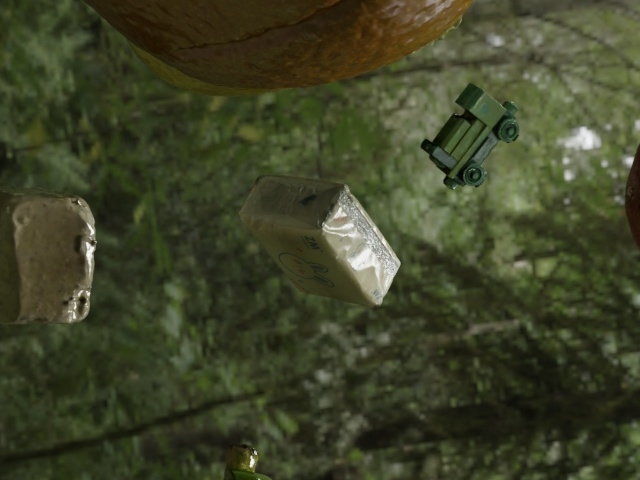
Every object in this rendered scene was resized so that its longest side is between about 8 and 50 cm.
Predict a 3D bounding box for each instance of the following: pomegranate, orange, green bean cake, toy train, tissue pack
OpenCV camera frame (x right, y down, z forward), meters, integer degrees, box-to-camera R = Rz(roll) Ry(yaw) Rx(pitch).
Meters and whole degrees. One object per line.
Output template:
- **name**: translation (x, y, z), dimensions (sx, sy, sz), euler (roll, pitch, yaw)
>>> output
- **pomegranate**: translation (-0.091, 0.349, 1.657), dimensions (0.143, 0.122, 0.169), euler (109, 5, -57)
- **orange**: translation (-0.030, -0.263, 0.935), dimensions (0.322, 0.357, 0.322), euler (23, 59, -46)
- **green bean cake**: translation (-0.257, 0.010, 1.147), dimensions (0.179, 0.085, 0.109), euler (-170, -97, -64)
- **toy train**: translation (0.172, -0.117, 1.501), dimensions (0.081, 0.122, 0.050), euler (35, 6, -32)
- **tissue pack**: translation (0.000, 0.000, 1.780), dimensions (0.092, 0.148, 0.196), euler (-62, 141, -24)

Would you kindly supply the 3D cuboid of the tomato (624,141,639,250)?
- **tomato**: translation (0.492, -0.056, 1.771), dimensions (0.101, 0.228, 0.228), euler (-14, -97, 62)

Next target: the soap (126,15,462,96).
- **soap**: translation (-0.030, -0.305, 1.552), dimensions (0.306, 0.427, 0.115), euler (78, 0, -51)
